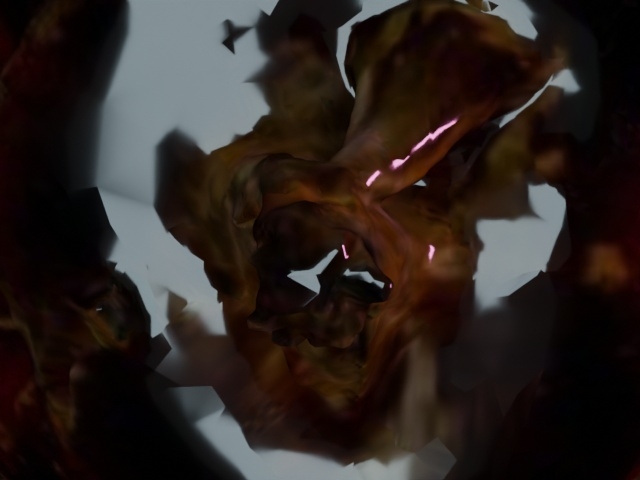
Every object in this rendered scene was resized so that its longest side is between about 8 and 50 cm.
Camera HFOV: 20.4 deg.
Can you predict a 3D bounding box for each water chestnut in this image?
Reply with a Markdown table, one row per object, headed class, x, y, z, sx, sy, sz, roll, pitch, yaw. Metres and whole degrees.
| class | x | y | z | sx | sy | sz | roll | pitch | yaw |
| --- | --- | --- | --- | --- | --- | --- | --- | --- | --- |
| water chestnut | 0.000 | 0.000 | 0.683 | 0.350 | 0.302 | 0.351 | -1 | 99 | -5 |
